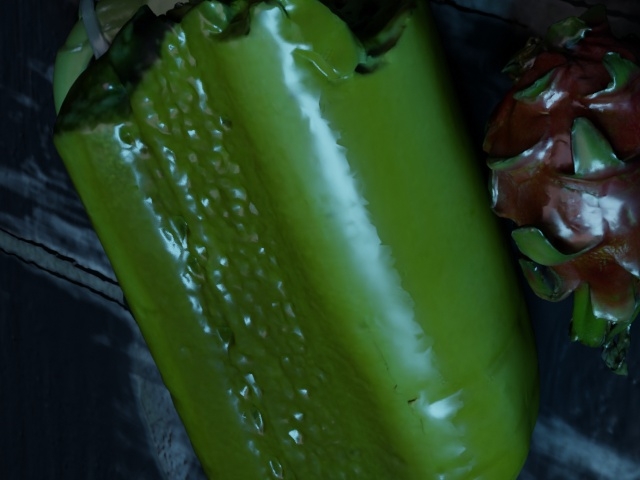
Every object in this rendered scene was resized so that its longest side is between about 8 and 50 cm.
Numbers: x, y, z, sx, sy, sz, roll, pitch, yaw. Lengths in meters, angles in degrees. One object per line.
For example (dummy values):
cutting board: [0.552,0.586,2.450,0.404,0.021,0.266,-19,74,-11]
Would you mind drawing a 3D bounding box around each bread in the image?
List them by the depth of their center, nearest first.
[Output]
bread: [0.000,0.000,0.937,0.251,0.208,0.376,-4,116,35]

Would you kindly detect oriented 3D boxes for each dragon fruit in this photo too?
dragon fruit: [0.164,-0.018,0.857,0.135,0.137,0.235,-5,110,4]

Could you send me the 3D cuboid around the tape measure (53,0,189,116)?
tape measure: [-0.104,-0.110,1.074,0.175,0.106,0.200,5,114,24]
